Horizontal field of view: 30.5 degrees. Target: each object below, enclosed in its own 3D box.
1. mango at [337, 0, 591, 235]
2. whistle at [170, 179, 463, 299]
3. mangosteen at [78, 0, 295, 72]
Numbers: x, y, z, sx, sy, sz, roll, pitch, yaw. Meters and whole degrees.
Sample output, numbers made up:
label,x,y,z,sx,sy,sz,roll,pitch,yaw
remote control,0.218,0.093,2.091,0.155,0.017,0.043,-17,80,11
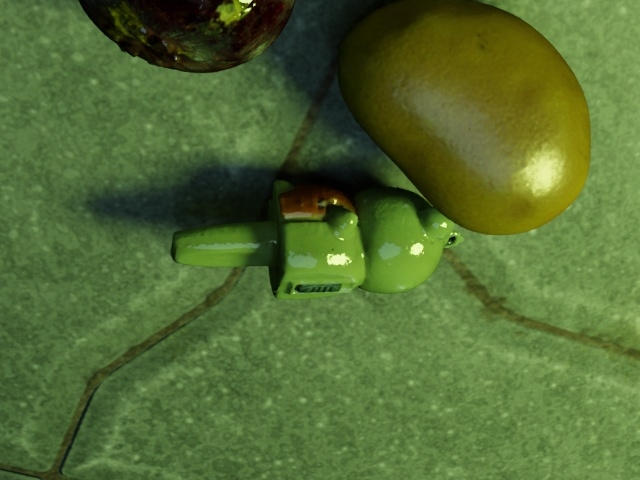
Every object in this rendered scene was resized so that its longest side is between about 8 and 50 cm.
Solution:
label,x,y,z,sx,sy,sz,roll,pitch,yaw
mango,0.139,-0.120,1.053,0.175,0.139,0.254,-47,111,-8
whistle,0.000,0.000,1.141,0.289,0.106,0.131,0,158,-10
mangosteen,-0.094,-0.241,0.934,0.192,0.192,0.217,37,76,-28
